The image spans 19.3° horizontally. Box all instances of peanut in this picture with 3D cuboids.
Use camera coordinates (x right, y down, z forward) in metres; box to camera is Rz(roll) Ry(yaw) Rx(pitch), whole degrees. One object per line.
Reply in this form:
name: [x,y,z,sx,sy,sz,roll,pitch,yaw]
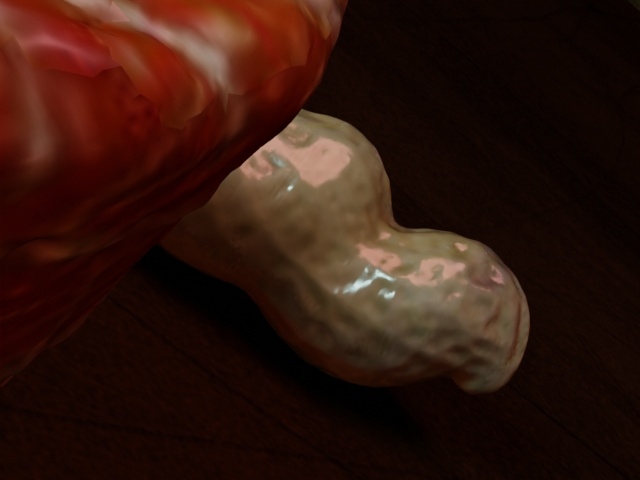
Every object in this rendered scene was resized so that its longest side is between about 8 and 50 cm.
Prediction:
peanut: [0.000,0.000,0.902,0.228,0.104,0.085,40,-1,-6]

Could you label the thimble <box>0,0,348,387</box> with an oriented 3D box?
thimble: [-0.179,-0.091,0.536,0.350,0.230,0.350,30,36,-24]
